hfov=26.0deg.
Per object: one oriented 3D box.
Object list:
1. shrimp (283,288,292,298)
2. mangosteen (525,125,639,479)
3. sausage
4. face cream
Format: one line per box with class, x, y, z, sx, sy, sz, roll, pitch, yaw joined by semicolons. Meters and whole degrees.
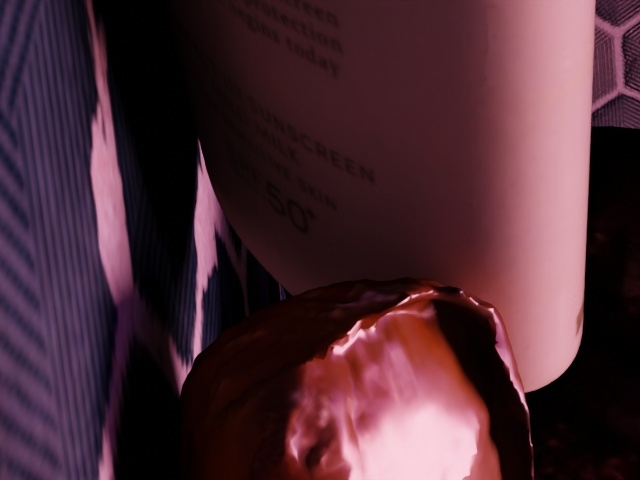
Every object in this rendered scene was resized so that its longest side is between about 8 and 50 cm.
shrimp;0.000;0.000;0.800;0.169;0.058;0.296;81;1;-76
mangosteen;0.125;0.093;0.621;0.313;0.297;0.297;156;-70;-79
sausage;0.015;0.145;0.435;0.102;0.102;0.330;-91;174;-54
face cream;0.000;-0.114;0.339;0.173;0.081;0.348;42;-24;35
